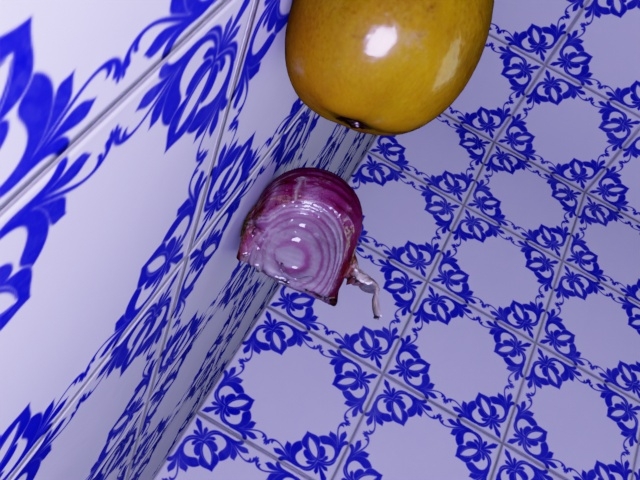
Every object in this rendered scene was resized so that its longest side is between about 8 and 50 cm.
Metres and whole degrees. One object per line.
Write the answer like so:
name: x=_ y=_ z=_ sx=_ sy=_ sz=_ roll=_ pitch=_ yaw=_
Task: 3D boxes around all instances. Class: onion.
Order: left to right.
onion: x=-0.025 y=-0.019 z=1.476 sx=0.256 sy=0.273 sz=0.230 roll=21 pitch=-87 yaw=60

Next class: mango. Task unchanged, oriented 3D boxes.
mango: x=0.094 y=-0.289 z=0.932 sx=0.378 sy=0.221 sz=0.264 roll=-67 pitch=-174 yaw=-24
